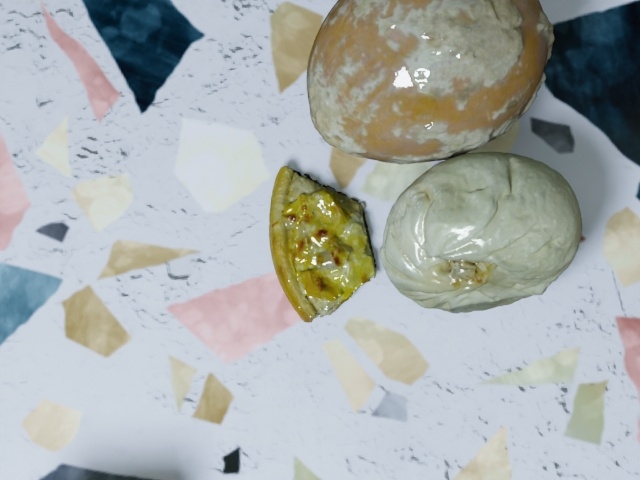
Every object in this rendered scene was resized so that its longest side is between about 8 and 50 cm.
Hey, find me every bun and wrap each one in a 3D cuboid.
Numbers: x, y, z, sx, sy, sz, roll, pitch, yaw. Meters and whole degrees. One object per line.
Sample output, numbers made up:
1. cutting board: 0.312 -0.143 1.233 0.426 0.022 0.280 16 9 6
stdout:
1. bun: 0.149 0.001 1.571 0.188 0.164 0.111 -3 43 0

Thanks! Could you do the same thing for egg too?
1. egg: 0.098 -0.172 1.588 0.245 0.203 0.203 -29 77 8

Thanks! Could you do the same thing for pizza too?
1. pizza: 0.000 0.000 1.643 0.099 0.036 0.160 -9 77 3
